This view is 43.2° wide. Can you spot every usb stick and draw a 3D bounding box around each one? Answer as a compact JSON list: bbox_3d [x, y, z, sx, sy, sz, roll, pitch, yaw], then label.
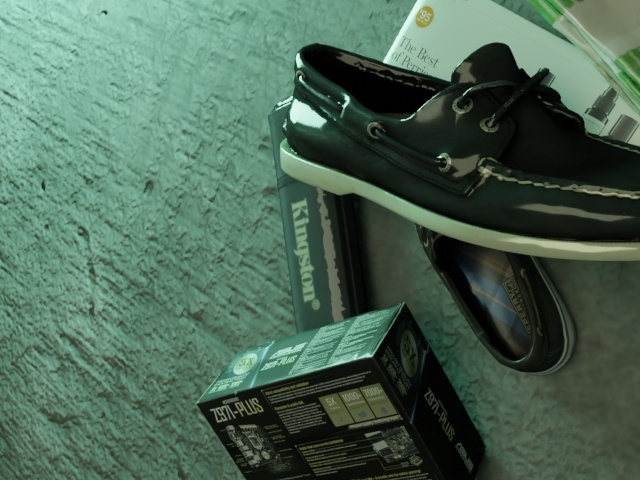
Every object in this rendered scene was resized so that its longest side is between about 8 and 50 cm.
[{"bbox_3d":[0.000,0.000,0.734,0.077,0.045,0.277,-14,79,34],"label":"usb stick"}]

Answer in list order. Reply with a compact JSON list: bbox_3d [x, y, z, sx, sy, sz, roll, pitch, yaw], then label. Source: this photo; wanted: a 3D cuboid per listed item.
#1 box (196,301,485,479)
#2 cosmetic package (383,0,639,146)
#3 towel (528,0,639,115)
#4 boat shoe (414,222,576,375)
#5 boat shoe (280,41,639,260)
[{"bbox_3d":[0.016,0.149,0.653,0.180,0.077,0.147,-22,106,34],"label":"box"},{"bbox_3d":[0.160,-0.109,0.616,0.239,0.060,0.098,40,108,31],"label":"cosmetic package"},{"bbox_3d":[0.275,-0.183,0.513,0.248,0.038,0.324,-38,65,9],"label":"towel"},{"bbox_3d":[0.114,0.003,0.631,0.080,0.076,0.228,-36,67,29],"label":"boat shoe"},{"bbox_3d":[0.099,-0.078,0.543,0.340,0.127,0.113,23,123,47],"label":"boat shoe"}]
